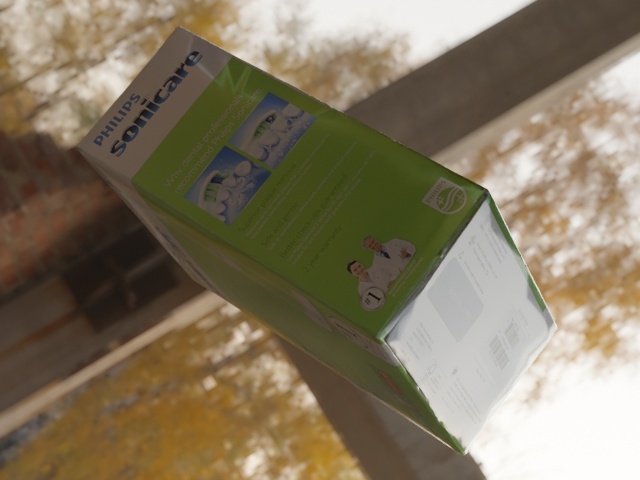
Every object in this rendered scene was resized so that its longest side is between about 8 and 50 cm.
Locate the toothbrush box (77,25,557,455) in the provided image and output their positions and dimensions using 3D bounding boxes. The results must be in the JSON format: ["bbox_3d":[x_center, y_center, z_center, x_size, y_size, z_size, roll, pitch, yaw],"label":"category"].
[{"bbox_3d":[0.000,0.000,1.063,0.283,0.122,0.206,29,-14,33],"label":"toothbrush box"}]
